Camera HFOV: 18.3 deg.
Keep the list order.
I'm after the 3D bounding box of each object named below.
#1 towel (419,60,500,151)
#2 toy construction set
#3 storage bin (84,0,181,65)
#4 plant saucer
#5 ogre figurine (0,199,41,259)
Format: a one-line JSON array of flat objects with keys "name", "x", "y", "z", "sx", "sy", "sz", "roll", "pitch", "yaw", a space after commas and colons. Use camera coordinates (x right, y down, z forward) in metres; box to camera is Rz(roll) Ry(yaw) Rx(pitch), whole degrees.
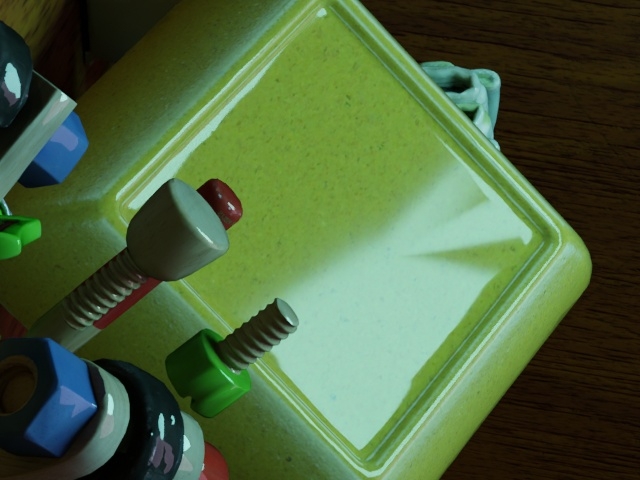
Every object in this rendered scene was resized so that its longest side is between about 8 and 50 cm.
[{"name": "towel", "x": -0.025, "y": -0.021, "z": 1.530, "sx": 0.374, "sy": 0.320, "sz": 0.090, "roll": 85, "pitch": -2, "yaw": -67}, {"name": "toy construction set", "x": -0.169, "y": 0.054, "z": 0.808, "sx": 0.237, "sy": 0.257, "sz": 0.309, "roll": -38, "pitch": 165, "yaw": 14}, {"name": "storage bin", "x": -0.087, "y": -0.291, "z": 1.428, "sx": 0.262, "sy": 0.123, "sz": 0.260, "roll": 93, "pitch": 8, "yaw": -51}, {"name": "plant saucer", "x": 0.000, "y": 0.000, "z": 1.234, "sx": 0.333, "sy": 0.333, "sz": 0.081, "roll": -49, "pitch": -170, "yaw": -30}, {"name": "ogre figurine", "x": -0.185, "y": -0.012, "z": 0.972, "sx": 0.118, "sy": 0.096, "sz": 0.197, "roll": -112, "pitch": -139, "yaw": -77}]
